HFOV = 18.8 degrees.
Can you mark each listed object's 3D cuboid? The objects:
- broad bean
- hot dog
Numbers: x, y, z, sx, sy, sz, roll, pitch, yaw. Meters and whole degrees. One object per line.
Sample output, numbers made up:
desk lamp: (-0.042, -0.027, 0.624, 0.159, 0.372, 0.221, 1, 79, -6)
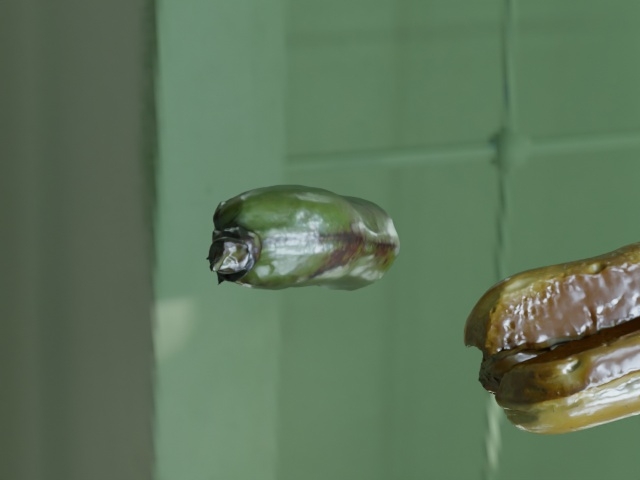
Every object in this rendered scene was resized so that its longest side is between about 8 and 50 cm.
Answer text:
broad bean: (0.000, 0.000, 1.165, 0.339, 0.077, 0.061, 6, 76, -74)
hot dog: (0.267, 0.065, 1.482, 0.135, 0.337, 0.100, 57, -30, 34)
